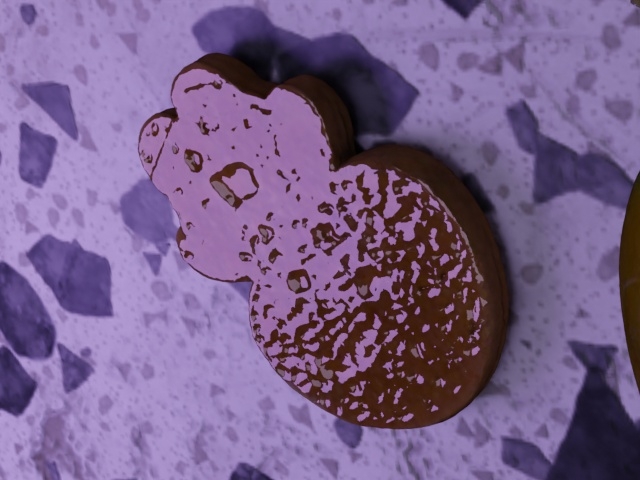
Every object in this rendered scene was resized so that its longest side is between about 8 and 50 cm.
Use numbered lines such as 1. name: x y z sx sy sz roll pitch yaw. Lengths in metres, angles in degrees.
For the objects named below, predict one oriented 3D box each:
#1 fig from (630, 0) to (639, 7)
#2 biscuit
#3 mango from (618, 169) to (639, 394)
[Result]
1. fig: 0.255 -0.118 0.798 0.257 0.159 0.159 13 118 52
2. biscuit: 0.000 0.000 1.057 0.288 0.044 0.202 42 126 14
3. mango: 0.240 0.049 0.875 0.156 0.114 0.251 -20 98 45
